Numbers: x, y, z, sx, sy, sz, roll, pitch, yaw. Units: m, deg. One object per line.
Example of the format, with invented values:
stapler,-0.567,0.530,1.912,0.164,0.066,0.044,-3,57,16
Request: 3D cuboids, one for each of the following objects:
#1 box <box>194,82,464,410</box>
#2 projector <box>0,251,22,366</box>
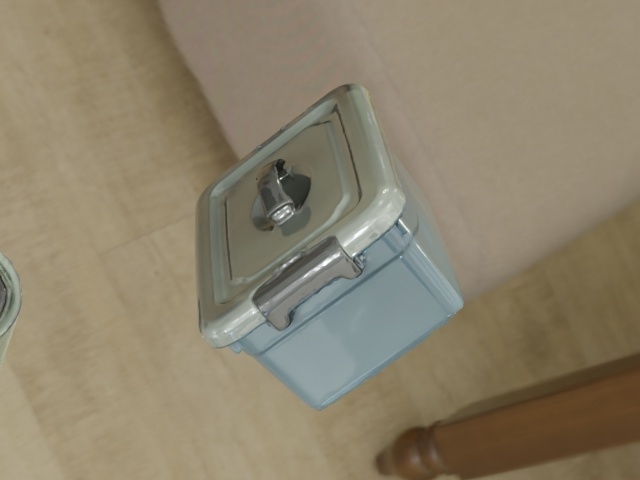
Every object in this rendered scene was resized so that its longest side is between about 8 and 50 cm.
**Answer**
box,0.000,0.000,0.965,0.130,0.162,0.227,48,14,-25
projector,-0.477,0.094,1.444,0.248,0.249,0.248,45,58,5
